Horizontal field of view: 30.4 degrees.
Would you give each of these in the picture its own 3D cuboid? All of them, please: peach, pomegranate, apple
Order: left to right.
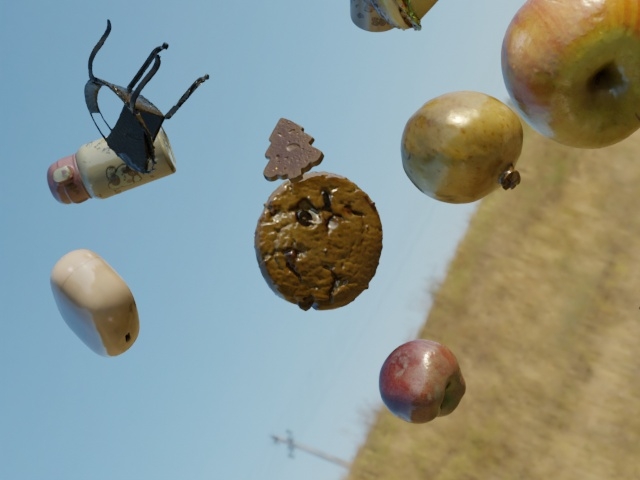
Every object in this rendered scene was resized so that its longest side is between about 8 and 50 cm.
[{"bbox_3d":[0.171,0.251,2.071,0.152,0.152,0.152,20,-90,-77],"label":"peach"},{"bbox_3d":[0.218,-0.135,1.762,0.196,0.196,0.196,20,-90,-77],"label":"pomegranate"},{"bbox_3d":[0.427,-0.291,1.890,0.233,0.286,0.286,-107,28,-61],"label":"apple"}]

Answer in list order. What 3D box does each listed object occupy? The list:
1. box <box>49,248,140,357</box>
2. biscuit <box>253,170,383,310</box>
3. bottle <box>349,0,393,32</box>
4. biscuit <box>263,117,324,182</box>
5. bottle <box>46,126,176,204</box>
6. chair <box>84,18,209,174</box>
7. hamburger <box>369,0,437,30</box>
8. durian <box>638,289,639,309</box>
[{"bbox_3d":[-0.331,0.094,1.737,0.088,0.146,0.200,-42,-18,-23],"label":"box"},{"bbox_3d":[0.000,-0.001,2.428,0.296,0.296,0.075,-67,13,-13],"label":"biscuit"},{"bbox_3d":[0.101,-0.459,2.002,0.097,0.110,0.209,-34,-33,-23],"label":"bottle"},{"bbox_3d":[-0.040,-0.114,1.490,0.016,0.082,0.092,45,-155,-60],"label":"biscuit"},{"bbox_3d":[-0.392,-0.138,2.189,0.110,0.233,0.110,-19,-90,-90],"label":"bottle"},{"bbox_3d":[-0.297,-0.216,1.864,0.149,0.174,0.213,3,-60,-59],"label":"chair"},{"bbox_3d":[0.098,-0.331,1.523,0.081,0.141,0.126,-38,-19,11],"label":"hamburger"},{"bbox_3d":[0.513,0.097,1.743,0.119,0.108,0.187,-10,-57,-47],"label":"durian"}]
